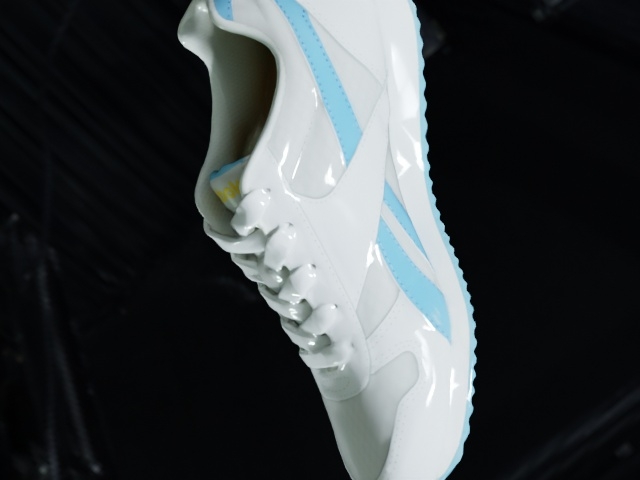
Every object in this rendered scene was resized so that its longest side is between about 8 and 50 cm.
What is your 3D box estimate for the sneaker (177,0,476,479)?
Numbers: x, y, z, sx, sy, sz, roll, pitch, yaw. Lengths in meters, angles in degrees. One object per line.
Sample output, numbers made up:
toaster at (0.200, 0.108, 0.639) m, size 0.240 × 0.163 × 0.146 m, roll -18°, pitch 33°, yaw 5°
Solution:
sneaker at (0.000, 0.000, 0.659) m, size 0.087 × 0.092 × 0.229 m, roll -21°, pitch -100°, yaw 61°
